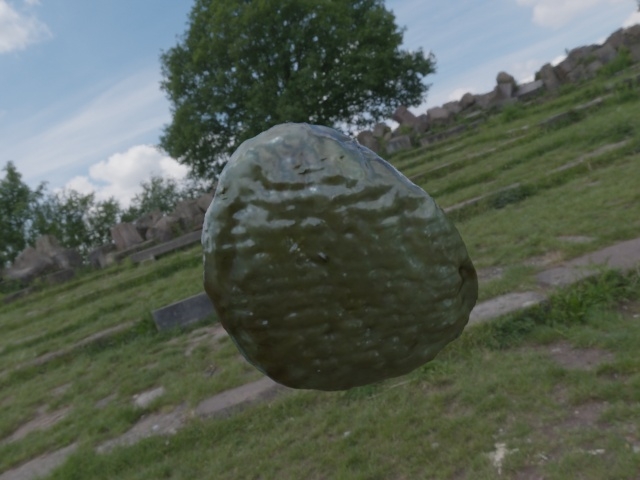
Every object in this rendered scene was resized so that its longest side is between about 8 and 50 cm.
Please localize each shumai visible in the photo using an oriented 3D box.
[{"bbox_3d":[0.000,0.000,0.601,0.291,0.330,0.288,-31,21,10],"label":"shumai"}]
